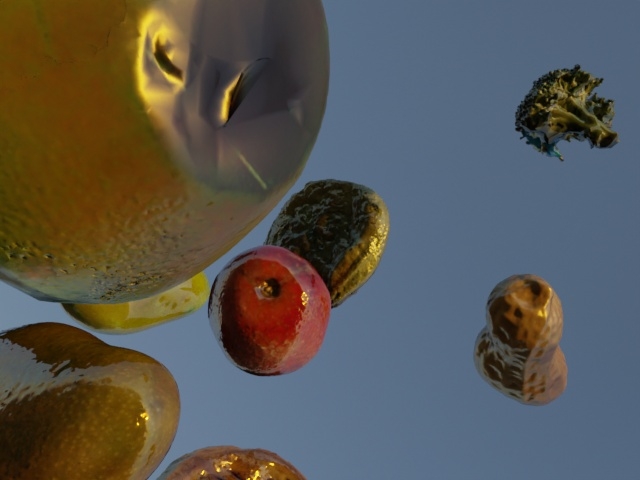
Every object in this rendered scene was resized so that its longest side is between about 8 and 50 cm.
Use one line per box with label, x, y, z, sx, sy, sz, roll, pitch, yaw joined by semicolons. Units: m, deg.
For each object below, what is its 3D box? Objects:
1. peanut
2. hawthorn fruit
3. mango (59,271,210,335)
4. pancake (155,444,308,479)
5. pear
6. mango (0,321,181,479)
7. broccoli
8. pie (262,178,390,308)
peanut;0.338;0.177;1.366;0.159;0.143;0.291;-19;-44;2
hawthorn fruit;-0.066;0.089;1.072;0.173;0.173;0.173;7;-74;27
mango;-0.343;0.074;1.447;0.185;0.273;0.149;55;-48;26
pancake;-0.144;0.527;1.458;0.382;0.382;0.071;40;-60;14
pear;-0.123;-0.132;0.665;0.165;0.399;0.399;5;-75;36
mango;-0.158;0.107;0.440;0.227;0.136;0.099;-14;-49;47
broccoli;0.388;-0.189;1.242;0.154;0.167;0.160;-41;-131;9
pie;0.000;0.000;1.496;0.277;0.078;0.277;-14;-123;23
